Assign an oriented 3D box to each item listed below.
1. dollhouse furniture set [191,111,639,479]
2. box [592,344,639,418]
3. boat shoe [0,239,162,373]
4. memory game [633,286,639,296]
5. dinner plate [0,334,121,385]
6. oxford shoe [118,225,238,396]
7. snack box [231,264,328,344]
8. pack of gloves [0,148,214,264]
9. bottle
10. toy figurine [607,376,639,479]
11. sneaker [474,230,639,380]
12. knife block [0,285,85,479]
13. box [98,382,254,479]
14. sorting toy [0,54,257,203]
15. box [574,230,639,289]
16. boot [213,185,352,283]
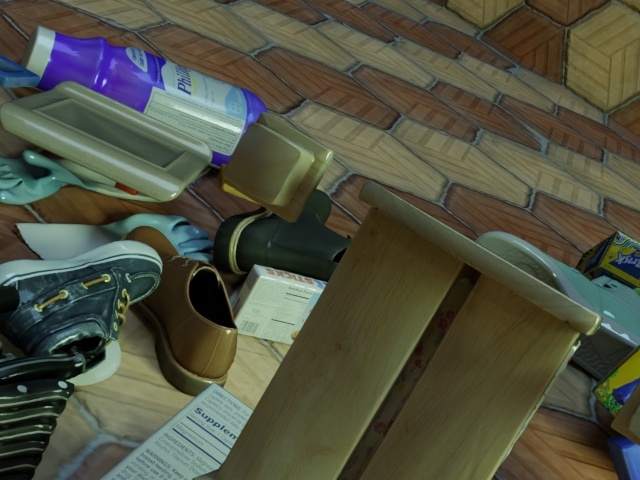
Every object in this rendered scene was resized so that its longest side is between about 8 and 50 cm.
[{"bbox_3d":[0.054,0.151,0.697,0.356,0.303,0.174,33,7,15],"label":"dollhouse furniture set"},{"bbox_3d":[0.469,0.174,1.245,0.279,0.177,0.290,49,26,16],"label":"box"},{"bbox_3d":[-0.170,0.055,0.925,0.083,0.065,0.183,46,29,20],"label":"boat shoe"},{"bbox_3d":[0.487,0.087,1.796,0.186,0.012,0.186,25,20,-10],"label":"memory game"},{"bbox_3d":[-0.218,0.063,0.947,0.141,0.017,0.141,23,21,-10],"label":"dinner plate"},{"bbox_3d":[-0.116,0.040,1.044,0.076,0.076,0.212,11,26,-35],"label":"oxford shoe"},{"bbox_3d":[0.003,0.071,1.137,0.178,0.064,0.022,15,24,-31],"label":"snack box"},{"bbox_3d":[-0.208,-0.041,1.168,0.195,0.046,0.232,38,22,27],"label":"pack of gloves"},{"bbox_3d":[-0.201,-0.165,1.405,0.283,0.092,0.118,19,23,-22],"label":"bottle"},{"bbox_3d":[0.316,0.225,1.010,0.217,0.362,0.191,-14,-1,-7],"label":"toy figurine"},{"bbox_3d":[0.292,0.066,1.473,0.256,0.094,0.151,39,26,1],"label":"sneaker"},{"bbox_3d":[-0.283,0.078,0.723,0.276,0.088,0.242,22,20,-16],"label":"knife block"},{"bbox_3d":[-0.064,0.175,0.746,0.126,0.072,0.137,34,38,14],"label":"box"},{"bbox_3d":[-0.205,-0.089,1.193,0.348,0.047,0.196,24,16,-1],"label":"sorting toy"},{"bbox_3d":[0.377,0.039,1.599,0.059,0.054,0.169,29,-11,3],"label":"box"},{"bbox_3d":[0.000,0.000,1.234,0.137,0.076,0.198,11,26,25],"label":"boot"}]
